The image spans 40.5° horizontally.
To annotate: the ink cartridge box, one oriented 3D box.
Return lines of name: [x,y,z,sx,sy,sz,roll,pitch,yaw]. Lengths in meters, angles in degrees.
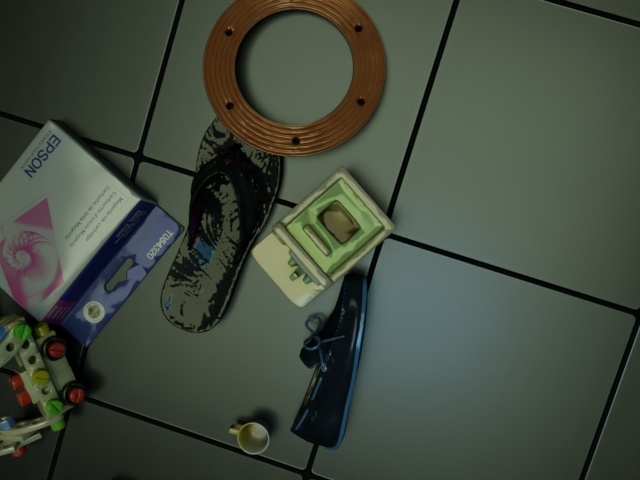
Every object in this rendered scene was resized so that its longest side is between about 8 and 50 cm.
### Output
ink cartridge box: [-0.494,-0.009,1.692,0.330,0.071,0.324,40,98,3]

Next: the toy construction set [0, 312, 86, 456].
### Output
toy construction set: [-0.583,0.275,1.655,0.151,0.215,0.327,24,132,43]

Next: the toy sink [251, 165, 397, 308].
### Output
toy sink: [0.000,0.000,1.581,0.234,0.131,0.152,-40,89,-1]

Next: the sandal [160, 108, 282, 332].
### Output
sandal: [-0.185,-0.034,1.630,0.168,0.107,0.445,16,95,4]

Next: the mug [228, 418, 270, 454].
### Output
mug: [-0.130,0.370,1.682,0.078,0.064,0.062,44,99,2]

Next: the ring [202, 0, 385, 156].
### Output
ring: [-0.049,-0.318,1.603,0.337,0.032,0.336,0,85,0]

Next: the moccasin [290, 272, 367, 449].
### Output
moccasin: [0.013,0.225,1.615,0.117,0.138,0.341,11,96,4]
